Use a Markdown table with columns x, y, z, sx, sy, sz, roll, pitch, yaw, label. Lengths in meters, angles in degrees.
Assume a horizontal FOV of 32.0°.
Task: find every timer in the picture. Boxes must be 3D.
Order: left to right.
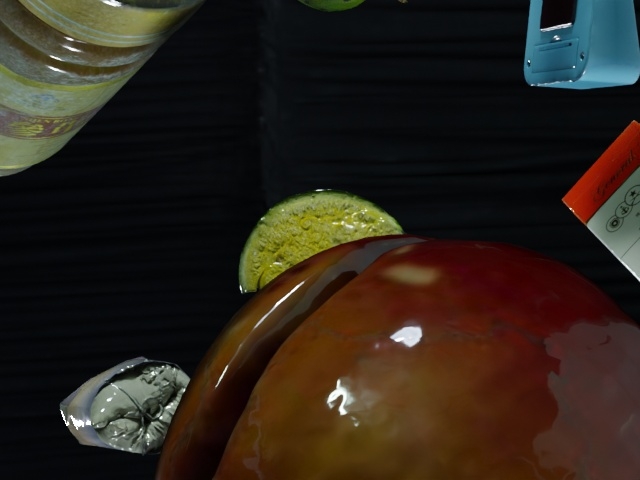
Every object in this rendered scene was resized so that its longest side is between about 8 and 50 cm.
| x | y | z | sx | sy | sz | roll | pitch | yaw | label |
| --- | --- | --- | --- | --- | --- | --- | --- | --- | --- |
| 0.390 | -0.354 | 1.660 | 0.232 | 0.091 | 0.249 | -153 | 64 | -77 | timer |

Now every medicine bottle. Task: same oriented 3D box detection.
| x | y | z | sx | sy | sz | roll | pitch | yaw | label |
| --- | --- | --- | --- | --- | --- | --- | --- | --- | --- |
| -0.198 | -0.161 | 0.794 | 0.322 | 0.151 | 0.151 | -28 | 61 | 53 | medicine bottle |

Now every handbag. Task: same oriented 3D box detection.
| x | y | z | sx | sy | sz | roll | pitch | yaw | label |
| --- | --- | --- | --- | --- | --- | --- | --- | --- | --- |
| -0.199 | 0.176 | 1.172 | 0.095 | 0.117 | 0.173 | 62 | 157 | -6 | handbag |

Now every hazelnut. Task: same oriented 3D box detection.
| x | y | z | sx | sy | sz | roll | pitch | yaw | label |
| --- | --- | --- | --- | --- | --- | --- | --- | --- | --- |
| 0.098 | 0.208 | 0.766 | 0.402 | 0.402 | 0.429 | -100 | -6 | -54 | hazelnut |

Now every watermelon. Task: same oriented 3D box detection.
| x | y | z | sx | sy | sz | roll | pitch | yaw | label |
| --- | --- | --- | --- | --- | --- | --- | --- | --- | --- |
| 0.001 | -0.002 | 1.169 | 0.075 | 0.182 | 0.092 | 49 | -154 | -78 | watermelon |

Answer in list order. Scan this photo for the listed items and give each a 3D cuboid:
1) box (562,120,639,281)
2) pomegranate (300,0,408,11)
| x | y | z | sx | sy | sz | roll | pitch | yaw | label |
| --- | --- | --- | --- | --- | --- | --- | --- | --- | --- |
| 0.386 | -0.035 | 1.297 | 0.139 | 0.035 | 0.245 | -50 | 30 | 13 | box |
| 0.022 | -0.314 | 1.236 | 0.122 | 0.169 | 0.143 | -39 | -12 | -49 | pomegranate |
